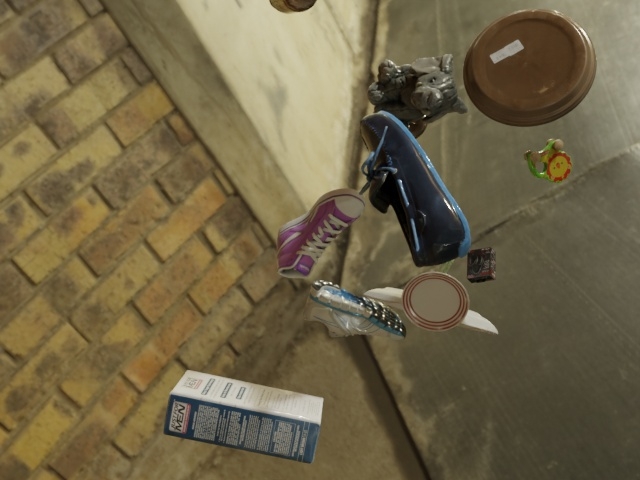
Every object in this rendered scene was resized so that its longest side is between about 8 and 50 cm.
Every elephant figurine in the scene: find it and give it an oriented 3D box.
[{"bbox_3d":[0.228,-0.304,1.500,0.239,0.169,0.186,5,65,52],"label":"elephant figurine"}]

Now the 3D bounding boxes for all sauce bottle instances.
[{"bbox_3d":[-0.034,-0.268,0.792,0.042,0.042,0.128,-36,18,-4],"label":"sauce bottle"}]

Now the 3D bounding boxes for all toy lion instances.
[{"bbox_3d":[0.504,-0.167,1.585,0.100,0.096,0.034,-27,18,-14],"label":"toy lion"}]

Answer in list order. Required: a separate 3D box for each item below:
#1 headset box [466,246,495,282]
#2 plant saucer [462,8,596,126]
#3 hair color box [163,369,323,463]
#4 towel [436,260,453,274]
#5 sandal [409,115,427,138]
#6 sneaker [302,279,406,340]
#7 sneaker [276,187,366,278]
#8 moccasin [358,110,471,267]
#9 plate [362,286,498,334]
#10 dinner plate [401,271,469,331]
[{"bbox_3d":[0.384,0.063,1.728,0.062,0.032,0.083,-11,59,34],"label":"headset box"},{"bbox_3d":[0.442,-0.376,1.541,0.278,0.041,0.278,-5,73,17],"label":"plant saucer"},{"bbox_3d":[-0.173,0.410,1.696,0.347,0.105,0.174,12,7,1],"label":"hair color box"},{"bbox_3d":[0.346,0.087,2.044,0.148,0.027,0.110,-62,-10,30],"label":"towel"},{"bbox_3d":[0.223,-0.359,2.048,0.090,0.060,0.219,-56,45,25],"label":"sandal"},{"bbox_3d":[0.056,0.139,1.254,0.071,0.190,0.083,-89,25,-66],"label":"sneaker"},{"bbox_3d":[0.001,0.001,1.693,0.282,0.102,0.161,-36,36,39],"label":"sneaker"},{"bbox_3d":[0.133,-0.100,1.246,0.117,0.138,0.342,-25,49,-4],"label":"moccasin"},{"bbox_3d":[0.283,0.175,1.878,0.277,0.278,0.045,-1,71,71],"label":"plate"},{"bbox_3d":[0.240,0.127,1.515,0.141,0.141,0.017,-22,16,21],"label":"dinner plate"}]
